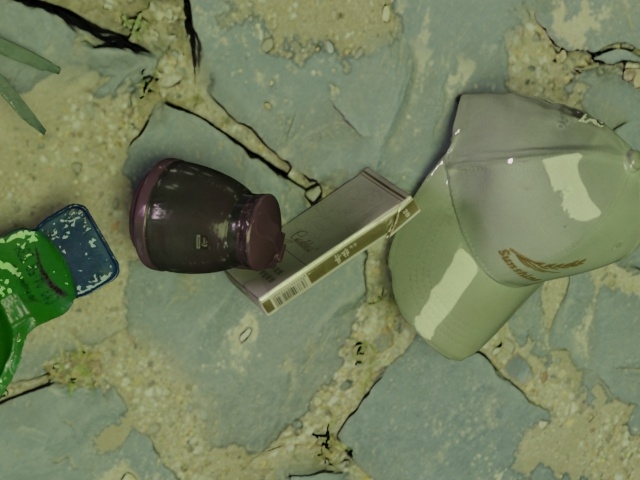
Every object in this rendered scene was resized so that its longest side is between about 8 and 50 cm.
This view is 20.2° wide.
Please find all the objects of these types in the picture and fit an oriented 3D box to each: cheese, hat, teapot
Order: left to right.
[{"bbox_3d":[-0.353,0.077,1.771,0.320,0.083,0.204,-31,116,-10],"label":"cheese"},{"bbox_3d":[-0.108,-0.005,1.816,0.116,0.146,0.148,-57,149,-44],"label":"teapot"},{"bbox_3d":[0.219,0.002,1.966,0.258,0.168,0.301,37,90,-30],"label":"hat"}]

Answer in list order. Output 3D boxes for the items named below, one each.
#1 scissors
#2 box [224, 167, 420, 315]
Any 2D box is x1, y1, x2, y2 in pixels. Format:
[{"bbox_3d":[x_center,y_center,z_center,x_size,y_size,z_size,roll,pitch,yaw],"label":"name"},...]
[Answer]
[{"bbox_3d":[-0.340,-0.196,1.682,0.247,0.017,0.144,39,47,-37],"label":"scissors"},{"bbox_3d":[0.000,0.000,1.895,0.198,0.109,0.029,-34,119,-11],"label":"box"}]
